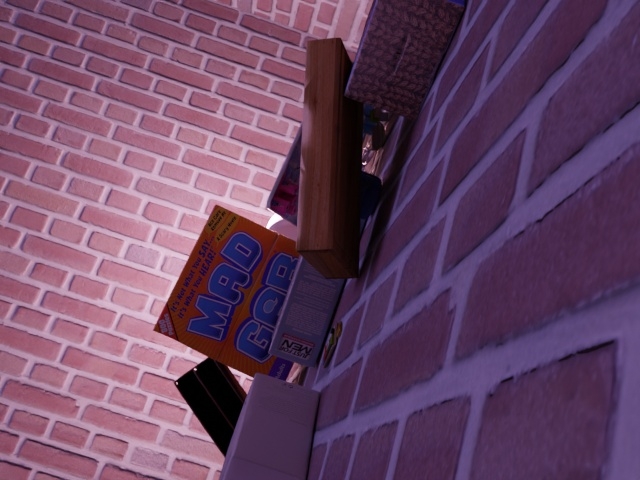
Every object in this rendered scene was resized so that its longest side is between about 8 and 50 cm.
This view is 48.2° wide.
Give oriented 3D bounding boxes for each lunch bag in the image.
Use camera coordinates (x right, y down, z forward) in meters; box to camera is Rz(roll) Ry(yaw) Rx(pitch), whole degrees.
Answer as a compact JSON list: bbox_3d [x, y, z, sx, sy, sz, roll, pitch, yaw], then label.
[{"bbox_3d":[0.088,-0.097,1.488,0.065,0.067,0.098,-82,12,-70],"label":"lunch bag"}]

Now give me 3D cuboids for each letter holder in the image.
[{"bbox_3d":[-0.272,0.484,2.030,0.152,0.301,0.214,-35,-1,-10],"label":"letter holder"}]

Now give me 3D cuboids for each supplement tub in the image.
[{"bbox_3d":[-0.102,-0.005,2.741,0.316,0.228,0.228,-83,12,-75],"label":"supplement tub"}]

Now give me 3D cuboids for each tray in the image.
[{"bbox_3d":[0.027,-0.150,1.362,0.203,0.076,0.410,48,-139,-67],"label":"tray"}]

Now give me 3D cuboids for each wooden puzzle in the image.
[{"bbox_3d":[0.020,0.206,1.419,0.078,0.014,0.116,-78,7,-64],"label":"wooden puzzle"}]

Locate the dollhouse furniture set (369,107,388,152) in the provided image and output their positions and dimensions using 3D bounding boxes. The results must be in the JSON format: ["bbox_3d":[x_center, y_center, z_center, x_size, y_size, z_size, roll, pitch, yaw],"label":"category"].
[{"bbox_3d":[0.161,-0.297,1.779,0.076,0.059,0.151,157,112,-76],"label":"dollhouse furniture set"}]

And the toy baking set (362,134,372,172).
[{"bbox_3d":[0.120,-0.240,2.080,0.196,0.030,0.256,113,174,-56],"label":"toy baking set"}]

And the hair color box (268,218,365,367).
[{"bbox_3d":[-0.007,0.086,1.656,0.185,0.114,0.374,-106,35,-86],"label":"hair color box"}]

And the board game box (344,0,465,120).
[{"bbox_3d":[0.163,-0.411,1.334,0.291,0.141,0.232,-75,4,-48],"label":"board game box"}]

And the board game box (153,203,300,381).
[{"bbox_3d":[-0.197,0.157,1.960,0.356,0.357,0.356,-64,3,-8],"label":"board game box"}]

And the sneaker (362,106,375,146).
[{"bbox_3d":[0.131,-0.427,2.230,0.296,0.112,0.131,113,175,-47],"label":"sneaker"}]

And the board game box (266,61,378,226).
[{"bbox_3d":[0.028,-0.210,1.773,0.389,0.050,0.390,-66,-19,-3],"label":"board game box"}]

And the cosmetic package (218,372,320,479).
[{"bbox_3d":[-0.107,0.413,1.329,0.224,0.138,0.224,-80,9,-61],"label":"cosmetic package"}]
